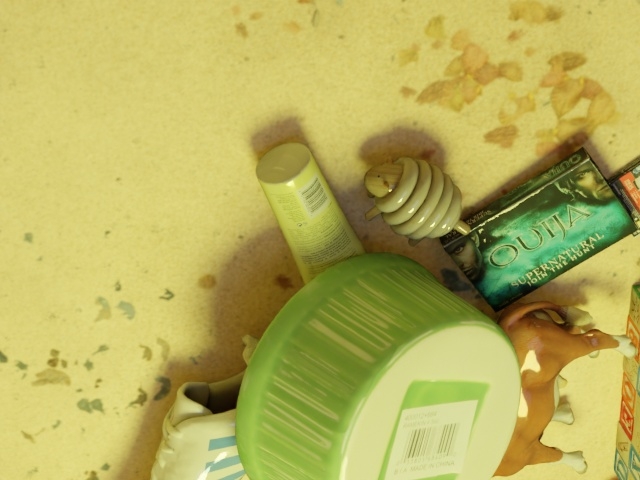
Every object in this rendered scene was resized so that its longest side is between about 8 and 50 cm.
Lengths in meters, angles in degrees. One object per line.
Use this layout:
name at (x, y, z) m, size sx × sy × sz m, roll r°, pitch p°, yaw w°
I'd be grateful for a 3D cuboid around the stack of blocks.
stack of blocks at (0.426, 0.213, 1.885) m, size 0.087 × 0.171 × 0.297 m, roll -9°, pitch 127°, yaw -9°

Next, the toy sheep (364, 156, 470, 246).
toy sheep at (0.102, -0.040, 1.670) m, size 0.132 × 0.091 × 0.091 m, roll 26°, pitch 114°, yaw -25°

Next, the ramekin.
ramekin at (0.073, 0.178, 1.699) m, size 0.303 × 0.148 × 0.303 m, roll -21°, pitch 124°, yaw -34°

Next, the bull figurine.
bull figurine at (0.233, 0.197, 1.865) m, size 0.188 × 0.101 × 0.310 m, roll 0°, pitch 130°, yaw -24°

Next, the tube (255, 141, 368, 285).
tube at (0.000, 0.000, 1.690) m, size 0.070 × 0.062 × 0.240 m, roll 4°, pitch 140°, yaw 30°

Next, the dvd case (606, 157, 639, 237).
dvd case at (0.378, -0.065, 1.774) m, size 0.119 × 0.013 × 0.087 m, roll -34°, pitch 126°, yaw 11°

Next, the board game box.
board game box at (0.239, -0.009, 1.757) m, size 0.186 × 0.026 × 0.126 m, roll -32°, pitch 127°, yaw 13°

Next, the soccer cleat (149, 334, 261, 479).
soccer cleat at (-0.141, 0.238, 1.789) m, size 0.143 × 0.116 × 0.331 m, roll 39°, pitch 102°, yaw -25°
